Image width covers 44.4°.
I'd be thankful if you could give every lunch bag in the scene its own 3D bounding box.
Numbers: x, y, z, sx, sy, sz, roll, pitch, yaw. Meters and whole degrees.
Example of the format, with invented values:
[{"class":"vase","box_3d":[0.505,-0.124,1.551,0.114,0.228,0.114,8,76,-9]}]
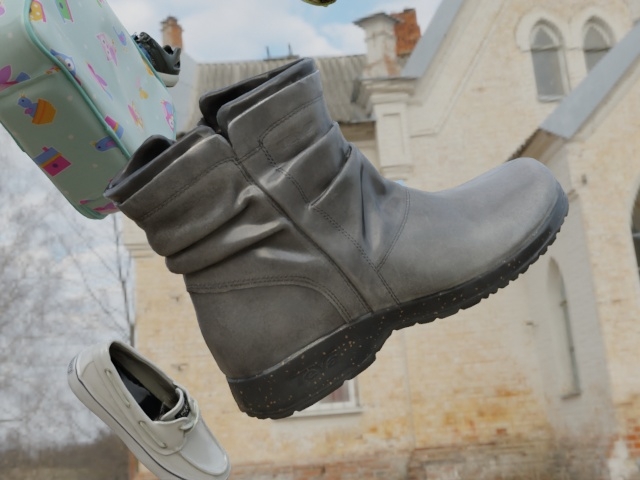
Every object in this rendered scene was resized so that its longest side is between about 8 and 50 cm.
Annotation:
[{"class":"lunch bag","box_3d":[-0.264,-0.172,0.866,0.107,0.224,0.279,-19,-44,10]}]

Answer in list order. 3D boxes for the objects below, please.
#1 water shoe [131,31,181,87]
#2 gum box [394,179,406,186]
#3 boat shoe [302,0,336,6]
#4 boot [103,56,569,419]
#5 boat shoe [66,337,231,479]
[{"class":"water shoe","box_3d":[-0.313,-0.307,1.289,0.072,0.080,0.203,17,8,31]},{"class":"gum box","box_3d":[0.000,0.000,0.932,0.157,0.041,0.184,-14,-18,-45]},{"class":"boat shoe","box_3d":[-0.004,-0.416,1.221,0.116,0.097,0.324,10,19,-36]},{"class":"boot","box_3d":[0.032,-0.041,0.592,0.338,0.223,0.118,-32,16,-23]},{"class":"boat shoe","box_3d":[-0.201,0.225,1.014,0.088,0.096,0.267,-31,-72,32]}]
